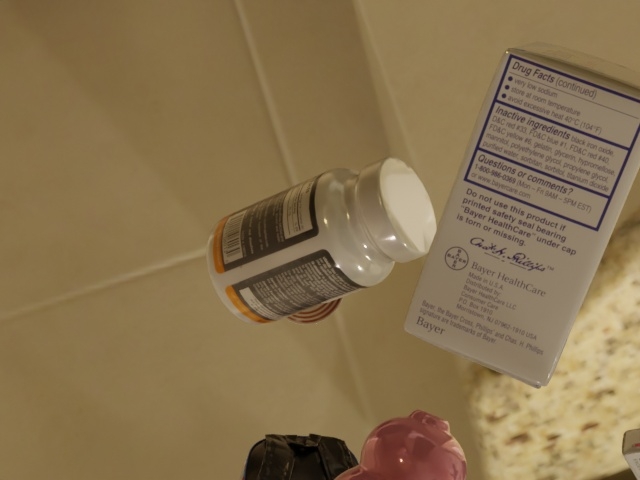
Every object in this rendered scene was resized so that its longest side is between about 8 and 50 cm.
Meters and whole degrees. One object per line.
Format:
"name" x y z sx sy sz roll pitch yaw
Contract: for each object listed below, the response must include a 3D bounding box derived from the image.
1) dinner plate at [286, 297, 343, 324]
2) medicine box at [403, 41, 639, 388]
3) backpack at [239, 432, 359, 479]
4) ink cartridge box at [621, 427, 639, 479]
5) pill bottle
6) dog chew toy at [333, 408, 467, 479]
"dinner plate" -0.024 0.061 1.659 0.141 0.141 0.017 3 179 -24
"medicine box" 0.219 -0.042 1.062 0.149 0.263 0.289 23 107 11
"backpack" -0.032 0.474 1.858 0.277 0.263 0.213 11 132 -11
"ink cartridge box" 0.739 0.431 1.824 0.330 0.071 0.324 -18 119 34
"pill bottle" 0.000 0.000 1.379 0.278 0.162 0.162 -21 145 31
"dog chew toy" 0.074 0.364 1.272 0.207 0.207 0.331 27 82 -42
